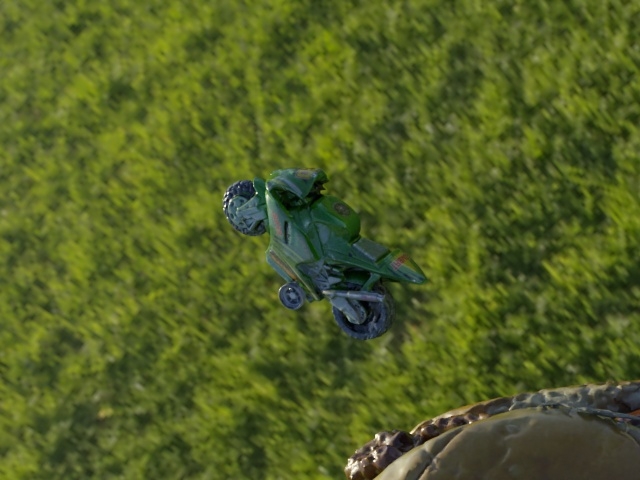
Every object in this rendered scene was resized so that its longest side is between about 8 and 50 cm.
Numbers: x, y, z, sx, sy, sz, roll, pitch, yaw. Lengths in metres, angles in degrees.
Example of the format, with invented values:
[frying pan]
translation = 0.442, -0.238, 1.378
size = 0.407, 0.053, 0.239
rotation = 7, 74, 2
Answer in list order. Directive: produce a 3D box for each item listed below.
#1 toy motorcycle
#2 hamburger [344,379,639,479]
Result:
[toy motorcycle]
translation = 0.000, 0.000, 1.288
size = 0.106, 0.190, 0.074
rotation = -55, -11, 35
[hamburger]
translation = 0.142, 0.180, 0.997
size = 0.282, 0.245, 0.155
rotation = -61, 4, 34
